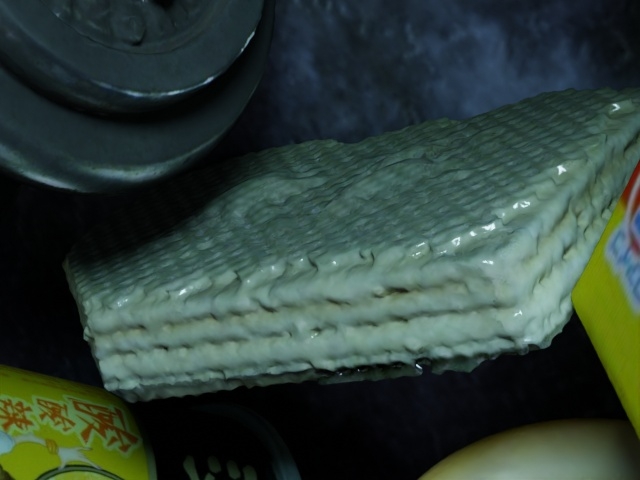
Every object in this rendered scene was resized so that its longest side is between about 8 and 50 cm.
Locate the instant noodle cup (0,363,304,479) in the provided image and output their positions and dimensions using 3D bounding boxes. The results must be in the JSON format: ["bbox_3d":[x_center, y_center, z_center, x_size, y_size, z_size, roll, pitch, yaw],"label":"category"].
[{"bbox_3d":[-0.154,0.135,0.834,0.236,0.215,0.215,25,144,-31],"label":"instant noodle cup"}]

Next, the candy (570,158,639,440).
[{"bbox_3d":[0.171,-0.050,0.515,0.088,0.146,0.276,12,120,-19],"label":"candy"}]

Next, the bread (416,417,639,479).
[{"bbox_3d":[0.146,0.207,0.758,0.316,0.211,0.270,32,159,16],"label":"bread"}]

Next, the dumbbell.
[{"bbox_3d":[-0.137,-0.092,0.714,0.290,0.192,0.192,-19,112,43],"label":"dumbbell"}]

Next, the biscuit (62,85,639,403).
[{"bbox_3d":[0.000,0.000,0.727,0.252,0.150,0.052,-9,111,39],"label":"biscuit"}]
